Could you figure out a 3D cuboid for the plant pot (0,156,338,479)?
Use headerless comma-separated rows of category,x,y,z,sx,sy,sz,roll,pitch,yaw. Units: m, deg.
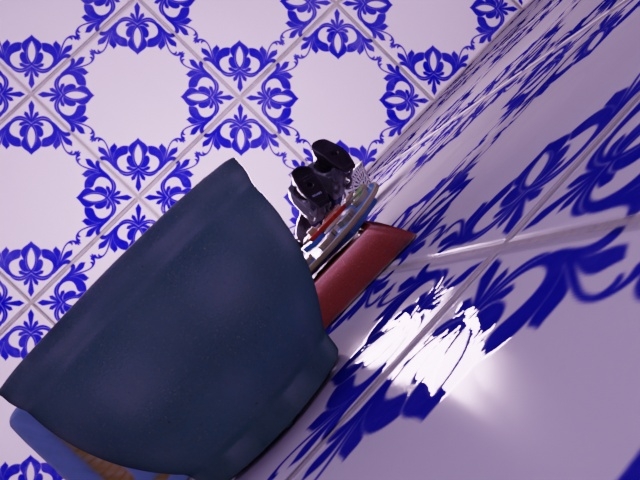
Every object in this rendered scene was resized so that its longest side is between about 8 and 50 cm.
plant pot,-0.110,0.096,0.816,0.293,0.196,0.293,-46,3,3

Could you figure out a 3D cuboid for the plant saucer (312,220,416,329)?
plant saucer,0.000,0.064,1.143,0.258,0.048,0.259,-46,4,1

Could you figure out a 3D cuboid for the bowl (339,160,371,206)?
bowl,0.055,-0.082,1.908,0.170,0.080,0.170,-45,3,3

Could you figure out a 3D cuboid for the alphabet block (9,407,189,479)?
alphabet block,-0.211,0.188,1.049,0.193,0.192,0.197,-44,4,-4

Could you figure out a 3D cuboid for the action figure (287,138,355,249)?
action figure,-0.007,-0.014,1.371,0.185,0.099,0.285,-39,-26,-27

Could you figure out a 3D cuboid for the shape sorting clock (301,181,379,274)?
shape sorting clock,0.000,0.000,1.154,0.206,0.040,0.206,-46,3,3
